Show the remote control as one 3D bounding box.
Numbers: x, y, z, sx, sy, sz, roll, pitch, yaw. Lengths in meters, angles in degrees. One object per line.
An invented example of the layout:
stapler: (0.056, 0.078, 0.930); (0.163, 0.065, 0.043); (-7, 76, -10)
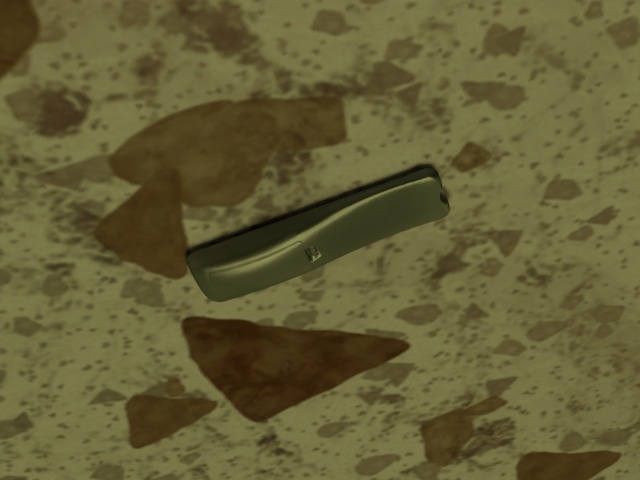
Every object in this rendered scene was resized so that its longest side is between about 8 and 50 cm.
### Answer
remote control: (0.000, 0.000, 1.016); (0.184, 0.027, 0.050); (-21, 140, 5)
